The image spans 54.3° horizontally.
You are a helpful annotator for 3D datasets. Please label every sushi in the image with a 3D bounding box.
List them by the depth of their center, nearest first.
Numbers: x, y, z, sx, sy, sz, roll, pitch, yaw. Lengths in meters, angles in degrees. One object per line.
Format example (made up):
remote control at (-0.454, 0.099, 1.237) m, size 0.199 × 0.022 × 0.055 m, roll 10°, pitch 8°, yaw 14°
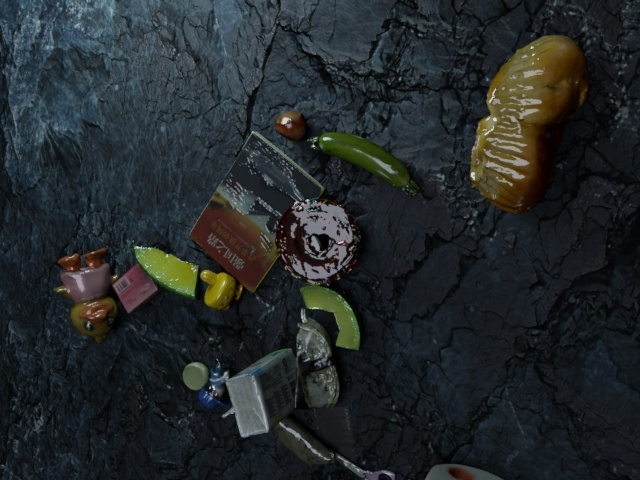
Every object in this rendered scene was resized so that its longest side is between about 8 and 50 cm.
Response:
sushi at (-0.001, 0.318, 1.661) m, size 0.109 × 0.134 × 0.272 m, roll 0°, pitch 81°, yaw 11°

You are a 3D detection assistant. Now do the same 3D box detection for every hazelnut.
hazelnut at (-0.074, -0.299, 1.636) m, size 0.086 × 0.086 × 0.086 m, roll 3°, pitch 97°, yaw 24°

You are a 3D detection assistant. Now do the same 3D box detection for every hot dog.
hot dog at (0.422, -0.237, 1.262) m, size 0.196 × 0.365 × 0.367 m, roll 16°, pitch 103°, yaw 20°

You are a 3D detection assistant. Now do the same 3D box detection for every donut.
donut at (0.000, 0.000, 1.617) m, size 0.235 × 0.089 × 0.235 m, roll 3°, pitch 101°, yaw 17°

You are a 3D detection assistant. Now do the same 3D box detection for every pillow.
pillow at (-0.067, 0.559, 1.743) m, size 0.241 × 0.051 × 0.093 m, roll 34°, pitch 120°, yaw 17°

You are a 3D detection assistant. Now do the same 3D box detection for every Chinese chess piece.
Chinese chess piece at (-0.372, 0.406, 1.870) m, size 0.084 × 0.034 × 0.084 m, roll 3°, pitch 98°, yaw 21°

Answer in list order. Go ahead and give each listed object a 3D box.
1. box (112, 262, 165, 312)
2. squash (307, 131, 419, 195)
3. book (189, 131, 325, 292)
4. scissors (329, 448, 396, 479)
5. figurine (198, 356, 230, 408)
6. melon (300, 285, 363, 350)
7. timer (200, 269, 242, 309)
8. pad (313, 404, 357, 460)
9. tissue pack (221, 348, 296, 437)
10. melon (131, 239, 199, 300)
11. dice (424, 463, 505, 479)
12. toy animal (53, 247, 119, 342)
box at (-0.549, 0.139, 1.902) m, size 0.156 × 0.060 × 0.111 m, roll -35°, pitch 80°, yaw 24°
squash at (0.113, -0.211, 1.565) m, size 0.319 × 0.071 × 0.080 m, roll 28°, pitch 146°, yaw 16°
book at (-0.184, -0.076, 1.735) m, size 0.262 × 0.028 × 0.374 m, roll 40°, pitch 110°, yaw 13°
scissors at (0.109, 0.629, 1.687) m, size 0.212 × 0.021 × 0.110 m, roll 30°, pitch 106°, yaw 16°
figurine at (-0.303, 0.420, 1.820) m, size 0.086 × 0.087 × 0.149 m, roll 30°, pitch 111°, yaw 57°
melon at (0.043, 0.196, 1.647) m, size 0.118 × 0.064 × 0.209 m, roll -27°, pitch 87°, yaw 23°
timer at (-0.291, 0.138, 1.760) m, size 0.109 × 0.107 × 0.107 m, roll 31°, pitch 115°, yaw -29°
pad at (0.041, 0.530, 1.717) m, size 0.112 × 0.003 × 0.157 m, roll -7°, pitch 93°, yaw 24°
tissue pack at (-0.160, 0.404, 1.666) m, size 0.145 × 0.229 × 0.159 m, roll -16°, pitch 91°, yaw 24°
melon at (-0.455, 0.079, 1.833) m, size 0.262 × 0.053 × 0.114 m, roll 33°, pitch 91°, yaw 3°
dice at (0.355, 0.698, 1.464) m, size 0.259 × 0.251 × 0.243 m, roll 13°, pitch 99°, yaw 22°
toy animal at (-0.712, 0.179, 1.929) m, size 0.169 × 0.195 × 0.281 m, roll -27°, pitch 78°, yaw 64°
